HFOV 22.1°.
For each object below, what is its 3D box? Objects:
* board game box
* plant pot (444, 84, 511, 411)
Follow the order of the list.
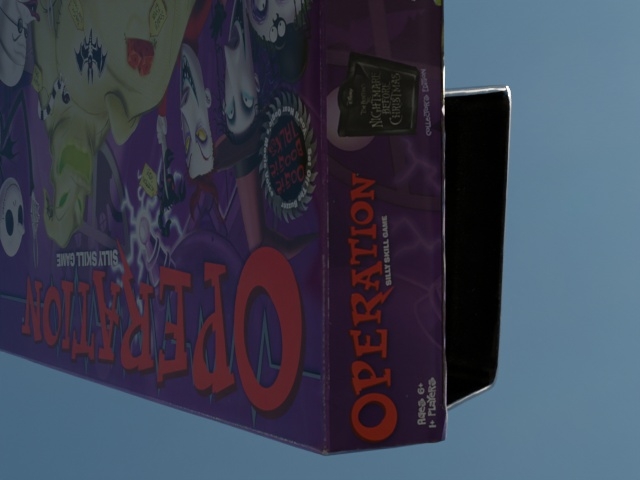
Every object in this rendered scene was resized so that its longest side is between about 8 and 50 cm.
[{"bbox_3d":[-0.064,-0.049,0.609,0.056,0.347,0.208,-7,-85,-28],"label":"board game box"},{"bbox_3d":[0.000,0.000,0.960,0.167,0.188,0.187,6,-81,27],"label":"plant pot"}]
